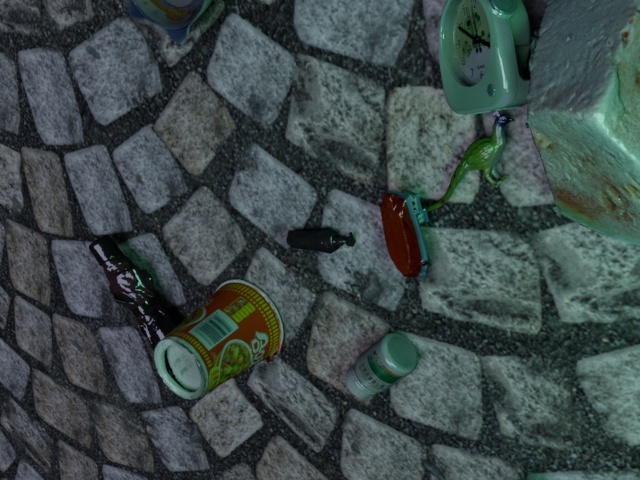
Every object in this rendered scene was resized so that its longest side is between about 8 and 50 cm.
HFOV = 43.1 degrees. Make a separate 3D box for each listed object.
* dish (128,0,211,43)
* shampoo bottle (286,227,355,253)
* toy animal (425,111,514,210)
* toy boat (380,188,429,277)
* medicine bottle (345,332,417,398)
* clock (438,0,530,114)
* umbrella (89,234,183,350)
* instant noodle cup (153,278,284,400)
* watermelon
[{"bbox_3d":[-0.248,-0.471,1.370,0.228,0.086,0.236,29,126,24],"label":"dish"},{"bbox_3d":[0.000,0.000,1.455,0.137,0.027,0.048,3,115,35],"label":"shampoo bottle"},{"bbox_3d":[0.237,-0.096,1.229,0.075,0.041,0.217,43,134,13],"label":"toy animal"},{"bbox_3d":[0.144,-0.010,1.320,0.069,0.059,0.173,24,137,50],"label":"toy boat"},{"bbox_3d":[0.106,0.228,1.452,0.080,0.080,0.130,50,130,6],"label":"medicine bottle"},{"bbox_3d":[0.221,-0.278,1.095,0.159,0.066,0.211,-164,65,-68],"label":"clock"},{"bbox_3d":[-0.389,0.125,1.762,0.326,0.094,0.090,57,176,-2],"label":"umbrella"},{"bbox_3d":[-0.204,0.204,1.581,0.193,0.212,0.193,16,121,29],"label":"instant noodle cup"},{"bbox_3d":[0.350,-0.160,0.968,0.228,0.258,0.387,13,116,31],"label":"watermelon"}]
